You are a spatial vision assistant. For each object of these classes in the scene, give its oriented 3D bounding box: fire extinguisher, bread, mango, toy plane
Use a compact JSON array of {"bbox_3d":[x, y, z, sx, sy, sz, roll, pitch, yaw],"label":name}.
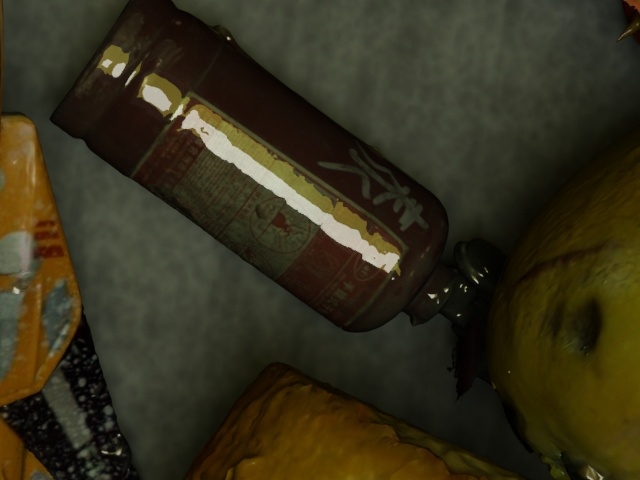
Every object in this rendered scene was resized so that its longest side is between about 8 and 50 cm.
[{"bbox_3d":[-0.003,0.002,0.779,0.252,0.075,0.106,37,48,-8],"label":"fire extinguisher"},{"bbox_3d":[0.048,0.153,0.723,0.268,0.268,0.146,29,87,-8],"label":"bread"},{"bbox_3d":[0.155,0.011,0.727,0.167,0.262,0.130,-38,98,19],"label":"mango"},{"bbox_3d":[-0.158,0.002,0.731,0.204,0.103,0.316,-4,103,-32],"label":"toy plane"}]

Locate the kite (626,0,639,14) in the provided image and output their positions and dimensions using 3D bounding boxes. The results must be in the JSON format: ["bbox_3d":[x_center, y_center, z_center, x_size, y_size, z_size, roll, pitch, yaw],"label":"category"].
[{"bbox_3d":[0.273,-0.125,0.744,0.377,0.013,0.327,-1,52,-1],"label":"kite"}]

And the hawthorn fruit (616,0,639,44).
[{"bbox_3d":[0.175,-0.107,0.805,0.093,0.093,0.093,0,93,-7],"label":"hawthorn fruit"}]
